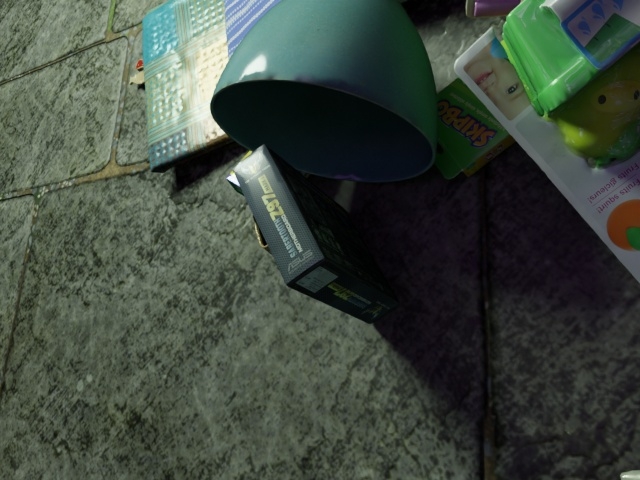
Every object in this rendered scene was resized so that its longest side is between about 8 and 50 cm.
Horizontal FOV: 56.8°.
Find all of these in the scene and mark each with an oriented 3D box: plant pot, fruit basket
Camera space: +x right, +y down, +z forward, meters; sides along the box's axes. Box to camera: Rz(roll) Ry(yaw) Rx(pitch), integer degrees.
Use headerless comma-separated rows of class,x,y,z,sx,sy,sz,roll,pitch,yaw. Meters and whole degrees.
plant pot,0.024,-0.220,0.774,0.290,0.290,0.195,5,75,35
fruit basket,0.370,-0.160,0.594,0.327,0.165,0.353,-40,81,16

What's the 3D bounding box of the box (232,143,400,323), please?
box,0.000,0.000,0.768,0.059,0.233,0.183,-35,60,13

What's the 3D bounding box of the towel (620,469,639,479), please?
towel,0.420,0.350,0.506,0.324,0.056,0.312,-19,69,25

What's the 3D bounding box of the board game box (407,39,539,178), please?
board game box,0.247,-0.197,0.786,0.259,0.039,0.124,-37,58,16

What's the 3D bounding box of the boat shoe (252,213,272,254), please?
boat shoe,-0.085,-0.041,0.952,0.050,0.045,0.135,-29,62,23

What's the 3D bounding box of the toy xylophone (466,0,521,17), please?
toy xylophone,0.222,-0.465,0.810,0.236,0.081,0.322,7,77,9

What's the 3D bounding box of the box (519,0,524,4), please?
box,0.357,-0.333,0.711,0.164,0.021,0.201,26,84,11

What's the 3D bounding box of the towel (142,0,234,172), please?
towel,-0.223,-0.331,1.123,0.271,0.040,0.370,-18,67,22

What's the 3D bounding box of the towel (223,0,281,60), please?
towel,-0.097,-0.413,0.991,0.243,0.040,0.336,-27,62,44

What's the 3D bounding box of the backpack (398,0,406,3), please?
backpack,0.076,-0.439,0.909,0.188,0.144,0.165,-20,69,37

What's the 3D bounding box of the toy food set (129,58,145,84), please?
toy food set,-0.346,-0.360,1.237,0.122,0.019,0.078,7,80,34

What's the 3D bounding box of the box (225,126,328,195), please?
box,-0.054,-0.136,0.942,0.105,0.043,0.179,30,74,36
